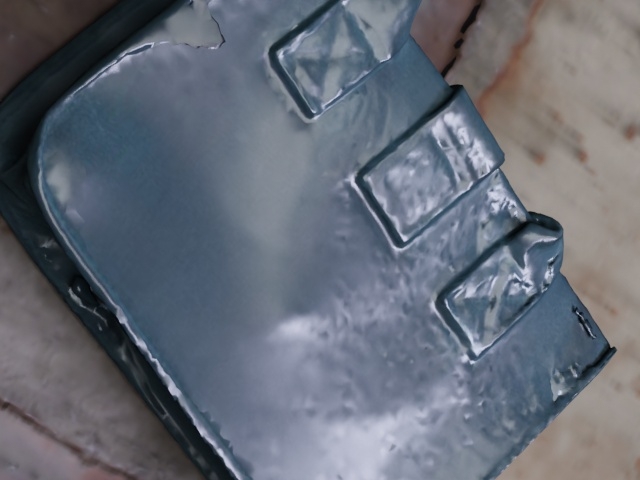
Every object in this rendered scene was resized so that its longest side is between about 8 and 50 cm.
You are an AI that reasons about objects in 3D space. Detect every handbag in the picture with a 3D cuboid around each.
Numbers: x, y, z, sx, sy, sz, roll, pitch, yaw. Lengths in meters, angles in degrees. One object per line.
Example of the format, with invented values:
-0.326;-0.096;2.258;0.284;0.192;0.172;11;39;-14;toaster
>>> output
0.000;0.000;0.667;0.179;0.062;0.229;-42;113;-17;handbag
